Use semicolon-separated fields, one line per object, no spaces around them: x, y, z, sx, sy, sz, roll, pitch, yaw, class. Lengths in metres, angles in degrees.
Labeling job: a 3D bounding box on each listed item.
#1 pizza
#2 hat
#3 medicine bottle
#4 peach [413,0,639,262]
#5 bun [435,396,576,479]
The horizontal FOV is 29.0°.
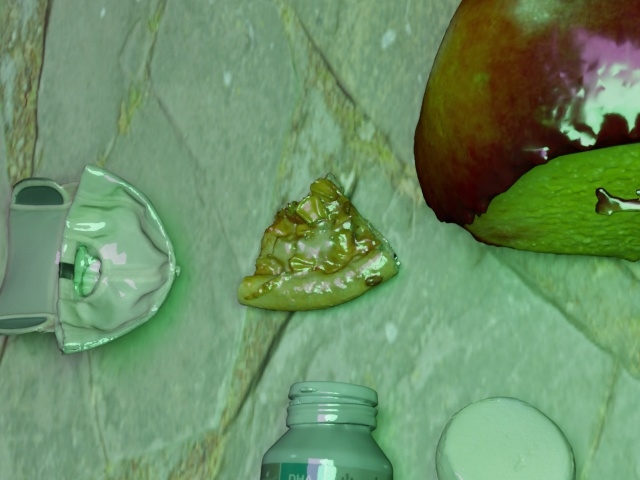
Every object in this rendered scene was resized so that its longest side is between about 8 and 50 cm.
0.000;0.000;1.369;0.182;0.062;0.161;0;72;20;pizza
-0.284;0.038;1.448;0.226;0.164;0.220;-15;63;56;hat
0.005;0.255;1.244;0.135;0.135;0.215;-1;73;19;medicine bottle
0.288;-0.145;1.165;0.405;0.335;0.310;-3;76;22;peach
0.175;0.230;1.220;0.138;0.094;0.138;8;51;-10;bun
